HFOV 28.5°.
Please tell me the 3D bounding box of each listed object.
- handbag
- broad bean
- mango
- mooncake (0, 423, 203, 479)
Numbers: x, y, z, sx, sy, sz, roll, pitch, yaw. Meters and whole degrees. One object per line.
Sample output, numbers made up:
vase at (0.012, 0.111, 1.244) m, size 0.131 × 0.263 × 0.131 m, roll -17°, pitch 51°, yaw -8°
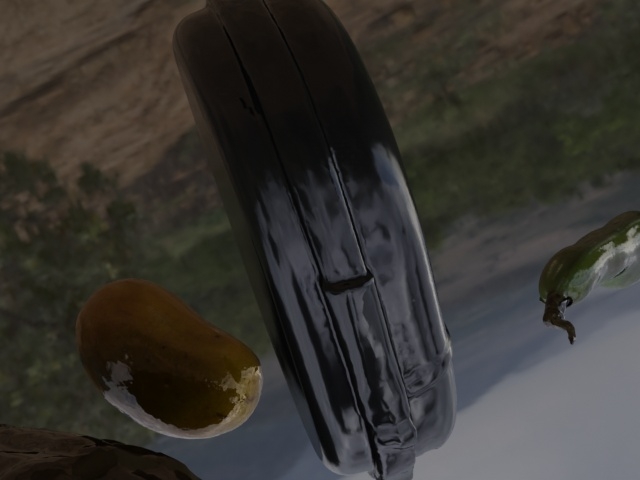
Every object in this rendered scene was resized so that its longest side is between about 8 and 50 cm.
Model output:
handbag at (0.001, -0.001, 0.744) m, size 0.093 × 0.308 × 0.254 m, roll -20°, pitch -149°, yaw -6°
broad bean at (0.266, 0.020, 1.184) m, size 0.067 × 0.075 × 0.325 m, roll -6°, pitch -172°, yaw 36°
mango at (-0.126, 0.102, 1.033) m, size 0.090 × 0.178 × 0.115 m, roll -32°, pitch 145°, yaw -51°
mooncake at (-0.186, 0.289, 0.876) m, size 0.187 × 0.324 × 0.324 m, roll -3°, pitch -169°, yaw 46°
